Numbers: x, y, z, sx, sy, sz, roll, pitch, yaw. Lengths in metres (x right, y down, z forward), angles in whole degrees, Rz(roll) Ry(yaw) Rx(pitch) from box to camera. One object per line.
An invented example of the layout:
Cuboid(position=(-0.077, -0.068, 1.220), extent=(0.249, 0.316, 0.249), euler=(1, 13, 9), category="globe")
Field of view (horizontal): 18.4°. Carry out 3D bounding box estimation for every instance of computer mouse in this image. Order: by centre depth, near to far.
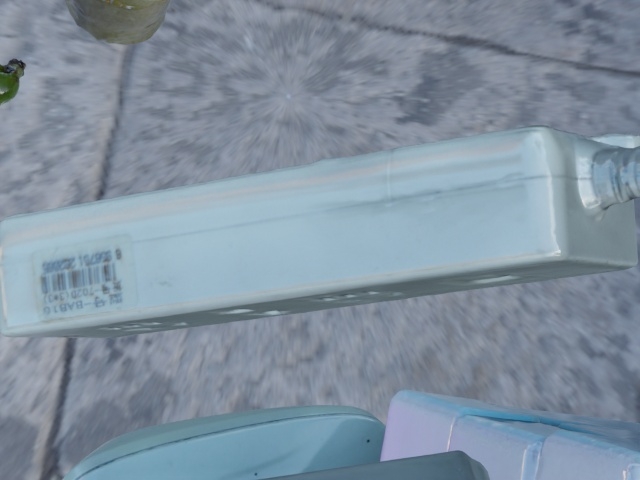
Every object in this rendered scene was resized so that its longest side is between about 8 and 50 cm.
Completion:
Cuboid(position=(-0.072, 0.222, 1.598), extent=(0.288, 0.097, 0.159), euler=(-6, 119, 6), category="computer mouse")

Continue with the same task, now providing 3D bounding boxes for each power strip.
Cuboid(position=(0.000, 0.000, 0.867), extent=(0.338, 0.098, 0.058), euler=(-9, 81, 29), category="power strip")

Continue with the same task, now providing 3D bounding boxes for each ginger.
Cuboid(position=(-0.143, -0.243, 1.528), extent=(0.116, 0.263, 0.109), euler=(5, 71, -15), category="ginger")

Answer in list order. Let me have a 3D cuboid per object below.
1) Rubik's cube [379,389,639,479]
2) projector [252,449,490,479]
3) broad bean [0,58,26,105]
Cuboid(position=(0.227, 0.293, 1.376), extent=(0.322, 0.316, 0.319), euler=(10, 89, -25), category="Rubik's cube")
Cuboid(position=(0.020, 0.213, 0.530), extent=(0.099, 0.192, 0.256), euler=(-8, 118, -5), category="projector")
Cuboid(position=(-0.330, -0.083, 1.385), extent=(0.256, 0.053, 0.052), euler=(-15, 128, 5), category="broad bean")
